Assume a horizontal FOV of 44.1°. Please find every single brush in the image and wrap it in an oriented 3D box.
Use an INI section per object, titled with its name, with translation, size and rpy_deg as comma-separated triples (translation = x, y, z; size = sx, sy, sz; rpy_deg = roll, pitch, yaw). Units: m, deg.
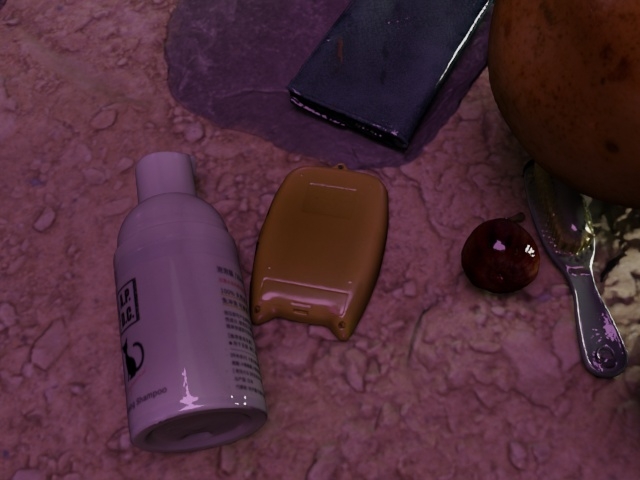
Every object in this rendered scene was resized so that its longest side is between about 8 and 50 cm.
[brush]
translation = 0.298, 0.011, 0.911
size = 0.068, 0.060, 0.296
rpy_deg = -8, 62, -1

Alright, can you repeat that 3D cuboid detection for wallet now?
[wallet]
translation = 0.123, -0.303, 1.104
size = 0.191, 0.046, 0.378
rpy_deg = 25, 69, 19

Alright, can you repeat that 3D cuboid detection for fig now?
[fig]
translation = 0.211, 0.002, 0.923
size = 0.089, 0.088, 0.125
rpy_deg = 8, 39, 10

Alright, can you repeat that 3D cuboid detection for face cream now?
[face cream]
translation = -0.163, 0.040, 0.897
size = 0.146, 0.145, 0.369
rpy_deg = -14, 61, -2

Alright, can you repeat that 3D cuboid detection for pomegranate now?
[pomegranate]
translation = 0.373, -0.225, 0.826
size = 0.417, 0.416, 0.416
rpy_deg = -2, 62, 5

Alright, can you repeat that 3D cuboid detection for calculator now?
[calculator]
translation = 0.000, 0.000, 0.964
size = 0.157, 0.033, 0.236
rpy_deg = 8, 62, 11
